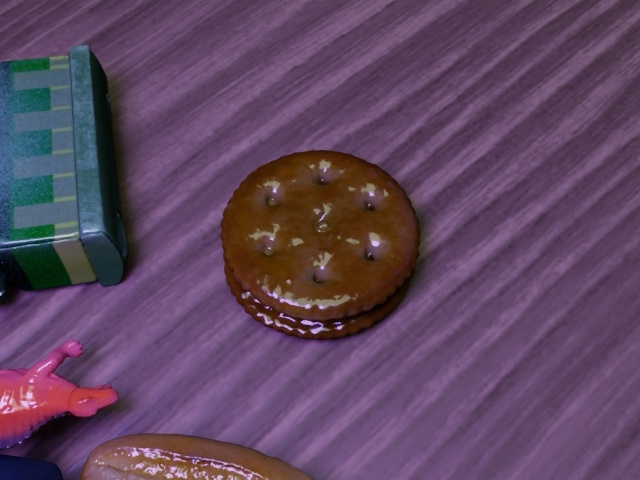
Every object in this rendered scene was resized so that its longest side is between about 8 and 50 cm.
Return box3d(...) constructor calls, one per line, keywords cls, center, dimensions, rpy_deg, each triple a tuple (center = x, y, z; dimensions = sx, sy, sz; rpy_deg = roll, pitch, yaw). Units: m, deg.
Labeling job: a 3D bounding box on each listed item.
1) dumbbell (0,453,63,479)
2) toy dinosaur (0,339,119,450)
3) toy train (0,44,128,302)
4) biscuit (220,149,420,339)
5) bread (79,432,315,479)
box3d(cls="dumbbell", center=(-0.389, 0.247, 0.690), dimensions=(0.325, 0.160, 0.144), rpy_deg=(6, 91, 5))
box3d(cls="toy dinosaur", center=(-0.332, 0.162, 0.743), dimensions=(0.286, 0.070, 0.139), rpy_deg=(-4, 24, 0))
box3d(cls="toy train", center=(-0.324, -0.075, 0.890), dimensions=(0.203, 0.120, 0.300), rpy_deg=(-8, 60, -9))
box3d(cls="biscuit", center=(0.000, 0.000, 0.876), dimensions=(0.221, 0.066, 0.220), rpy_deg=(1, 57, -1))
box3d(cls="bread", center=(-0.106, 0.248, 0.710), dimensions=(0.237, 0.106, 0.139), rpy_deg=(9, 63, 6))
